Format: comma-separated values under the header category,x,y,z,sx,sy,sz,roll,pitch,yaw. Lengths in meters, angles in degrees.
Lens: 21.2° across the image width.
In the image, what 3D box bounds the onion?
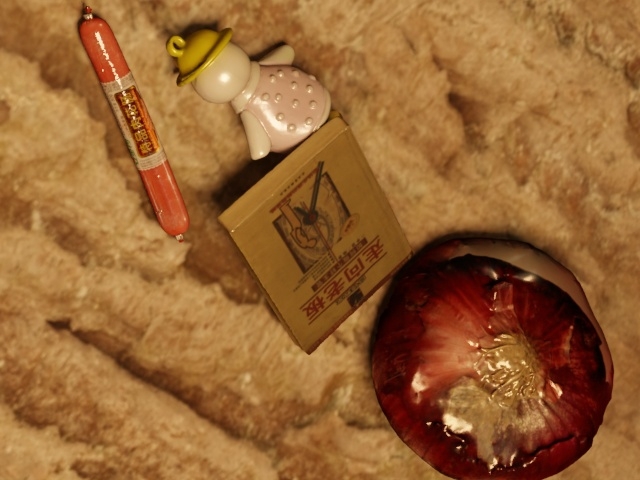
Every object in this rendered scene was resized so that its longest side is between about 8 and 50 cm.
category,x,y,z,sx,sy,sz,roll,pitch,yaw
onion,0.170,0.135,1.809,0.272,0.195,0.272,10,65,-21

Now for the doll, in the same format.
category,x,y,z,sx,sy,sz,roll,pitch,yaw
doll,-0.062,-0.142,1.646,0.207,0.081,0.129,29,61,-28

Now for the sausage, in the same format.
category,x,y,z,sx,sy,sz,roll,pitch,yaw
sausage,-0.176,-0.108,1.628,0.034,0.034,0.253,-30,115,-17

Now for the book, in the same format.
category,x,y,z,sx,sy,sz,roll,pitch,yaw
book,0.000,0.000,1.703,0.161,0.026,0.231,-42,141,-10
